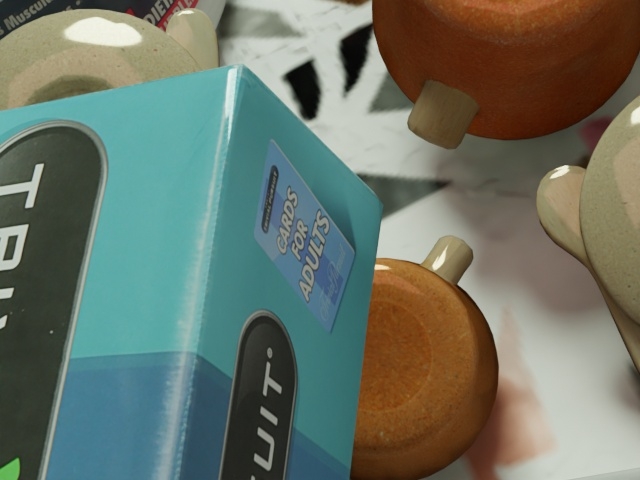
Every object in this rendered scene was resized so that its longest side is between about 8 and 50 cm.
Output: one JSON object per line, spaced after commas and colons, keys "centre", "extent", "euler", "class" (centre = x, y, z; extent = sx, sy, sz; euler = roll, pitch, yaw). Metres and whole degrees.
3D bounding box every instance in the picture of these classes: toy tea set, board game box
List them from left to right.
{"centre": [-0.161, 0.105, 0.427], "extent": [0.336, 0.079, 0.253], "euler": [-8, 60, 28], "class": "board game box"}
{"centre": [0.000, 0.000, 0.557], "extent": [0.336, 0.124, 0.200], "euler": [-24, 79, 1], "class": "toy tea set"}

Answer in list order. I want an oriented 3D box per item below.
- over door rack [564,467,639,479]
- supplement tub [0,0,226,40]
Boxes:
{"centre": [0.091, 0.134, 0.378], "extent": [0.324, 0.108, 0.239], "euler": [-16, 50, 3], "class": "over door rack"}
{"centre": [-0.163, -0.163, 0.614], "extent": [0.191, 0.272, 0.191], "euler": [-11, 53, 15], "class": "supplement tub"}
